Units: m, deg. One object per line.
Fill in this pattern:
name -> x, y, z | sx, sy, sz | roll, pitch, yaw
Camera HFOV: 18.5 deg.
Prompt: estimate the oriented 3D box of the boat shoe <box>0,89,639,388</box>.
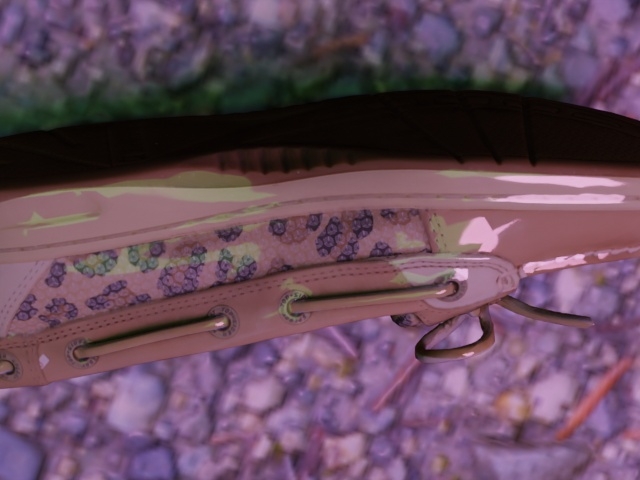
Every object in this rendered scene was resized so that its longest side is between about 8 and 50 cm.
boat shoe -> 0.000, 0.000, 0.739 | 0.285, 0.104, 0.089 | -3, 108, 1
